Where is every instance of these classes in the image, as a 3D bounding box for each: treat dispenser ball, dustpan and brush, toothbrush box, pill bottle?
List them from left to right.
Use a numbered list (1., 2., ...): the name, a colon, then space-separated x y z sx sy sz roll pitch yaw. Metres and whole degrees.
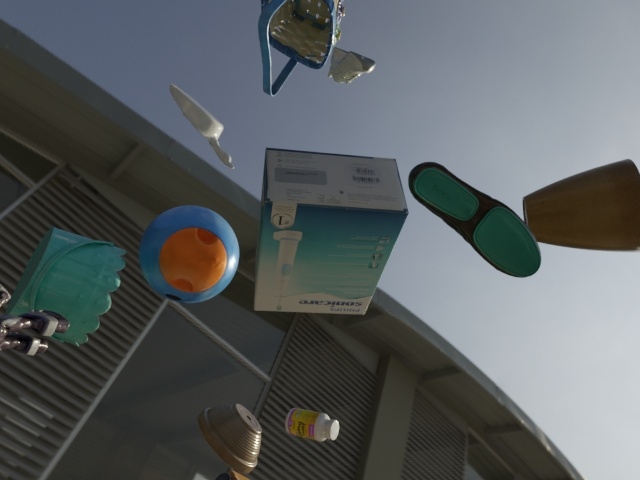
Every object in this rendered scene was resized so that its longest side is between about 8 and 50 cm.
1. treat dispenser ball: -0.387 0.041 1.419 0.287 0.288 0.288 11 -46 12
2. dustpan and brush: -0.252 -0.246 1.071 0.211 0.147 0.060 43 -84 12
3. pill bottle: -0.013 0.302 0.781 0.083 0.043 0.044 -1 -50 30
4. toothbrush box: 0.000 0.000 0.824 0.216 0.126 0.296 3 -41 -8

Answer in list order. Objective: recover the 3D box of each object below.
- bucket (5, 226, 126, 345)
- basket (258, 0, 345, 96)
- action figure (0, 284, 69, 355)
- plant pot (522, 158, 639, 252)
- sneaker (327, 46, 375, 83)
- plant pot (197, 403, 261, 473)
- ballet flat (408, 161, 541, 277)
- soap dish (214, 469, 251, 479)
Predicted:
1. bucket: -0.645 0.110 1.214 0.183 0.282 0.281 29 -42 -32
2. basket: -0.060 -0.524 1.151 0.201 0.289 0.255 32 -20 7
3. action figure: -0.620 0.177 0.911 0.099 0.186 0.285 28 -9 9
4. plant pot: 0.670 -0.074 1.246 0.254 0.237 0.237 -7 -52 20
5. sneaker: 0.057 -0.324 0.902 0.053 0.152 0.061 13 -71 -25
6. plant pot: -0.261 0.592 1.489 0.237 0.110 0.237 45 -5 5
7. ballet flat: 0.273 -0.046 0.847 0.280 0.096 0.095 40 -78 -6
8. soap dish: -0.159 0.426 0.547 0.228 0.290 0.118 27 -43 54
